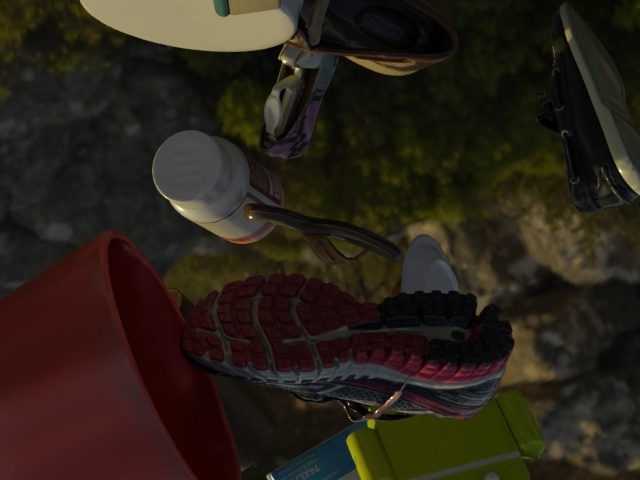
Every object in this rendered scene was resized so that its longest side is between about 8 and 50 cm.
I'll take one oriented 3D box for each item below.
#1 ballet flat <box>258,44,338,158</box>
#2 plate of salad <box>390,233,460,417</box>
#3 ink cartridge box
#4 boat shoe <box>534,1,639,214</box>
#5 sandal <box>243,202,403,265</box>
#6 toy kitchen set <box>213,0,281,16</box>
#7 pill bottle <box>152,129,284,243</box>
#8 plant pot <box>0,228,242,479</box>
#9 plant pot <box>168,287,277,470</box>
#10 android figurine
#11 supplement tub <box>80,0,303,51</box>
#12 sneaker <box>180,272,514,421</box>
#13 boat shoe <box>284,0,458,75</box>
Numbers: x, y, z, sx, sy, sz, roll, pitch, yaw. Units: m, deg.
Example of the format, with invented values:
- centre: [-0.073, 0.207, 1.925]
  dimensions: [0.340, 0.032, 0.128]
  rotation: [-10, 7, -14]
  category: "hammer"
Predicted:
- centre: [-0.031, -0.210, 1.745]
  dimensions: [0.079, 0.077, 0.221]
  rotation: [-7, 119, -54]
  category: "ballet flat"
- centre: [0.115, 0.093, 1.441]
  dimensions: [0.048, 0.199, 0.200]
  rotation: [-9, 155, 23]
  category: "plate of salad"
- centre: [0.068, 0.430, 2.052]
  dimensions: [0.197, 0.270, 0.198]
  rotation: [-29, 172, -9]
  category: "ink cartridge box"
- centre: [0.332, -0.167, 1.712]
  dimensions: [0.113, 0.340, 0.127]
  rotation: [-35, 138, 26]
  category: "boat shoe"
- centre: [0.000, 0.000, 1.777]
  dimensions: [0.219, 0.060, 0.090]
  rotation: [15, 177, -5]
  category: "sandal"
- centre: [-0.121, -0.247, 0.836]
  dimensions: [0.166, 0.207, 0.122]
  rotation: [-9, 175, -2]
  category: "toy kitchen set"
- centre: [-0.141, -0.075, 1.843]
  dimensions: [0.121, 0.121, 0.221]
  rotation: [-23, 161, 13]
  category: "pill bottle"
- centre: [-0.231, 0.160, 1.156]
  dimensions: [0.243, 0.275, 0.275]
  rotation: [-25, 151, 5]
  category: "plant pot"
- centre: [-0.181, 0.221, 1.874]
  dimensions: [0.230, 0.215, 0.215]
  rotation: [40, 125, -19]
  category: "plant pot"
- centre: [0.165, 0.273, 1.716]
  dimensions: [0.248, 0.273, 0.056]
  rotation: [-11, 139, -12]
  category: "android figurine"
- centre: [-0.085, -0.302, 1.033]
  dimensions: [0.191, 0.272, 0.191]
  rotation: [7, 170, 1]
  category: "supplement tub"
- centre: [0.021, 0.113, 1.209]
  dimensions: [0.299, 0.121, 0.112]
  rotation: [7, 132, -4]
  category: "sneaker"
- centre: [-0.015, -0.252, 1.359]
  dimensions: [0.342, 0.123, 0.123]
  rotation: [20, 94, -21]
  category: "boat shoe"
